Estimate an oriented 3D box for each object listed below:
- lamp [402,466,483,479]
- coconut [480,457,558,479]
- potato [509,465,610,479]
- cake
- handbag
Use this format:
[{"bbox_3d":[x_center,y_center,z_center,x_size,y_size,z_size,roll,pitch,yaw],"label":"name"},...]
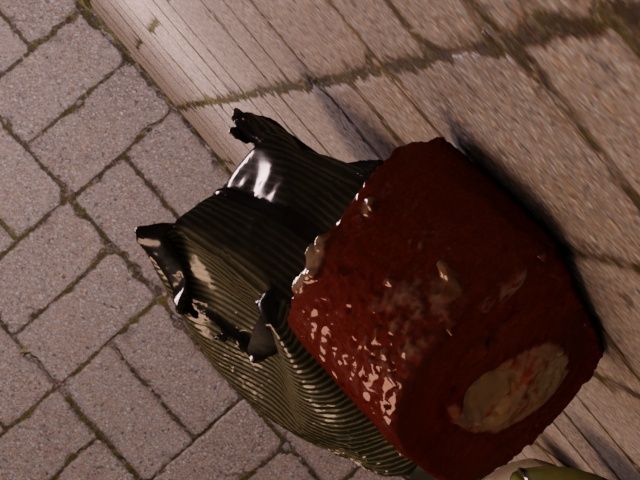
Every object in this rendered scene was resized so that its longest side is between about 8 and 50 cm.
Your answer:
[{"bbox_3d":[0.202,0.272,2.223,0.182,0.182,0.314,49,157,2],"label":"lamp"},{"bbox_3d":[0.289,0.406,2.003,0.224,0.224,0.234,50,178,-14],"label":"coconut"},{"bbox_3d":[0.325,0.372,1.603,0.330,0.213,0.280,91,169,-52],"label":"potato"},{"bbox_3d":[0.091,0.061,1.100,0.151,0.177,0.283,47,177,30],"label":"cake"},{"bbox_3d":[-0.005,0.037,1.422,0.340,0.247,0.240,28,165,46],"label":"handbag"}]
